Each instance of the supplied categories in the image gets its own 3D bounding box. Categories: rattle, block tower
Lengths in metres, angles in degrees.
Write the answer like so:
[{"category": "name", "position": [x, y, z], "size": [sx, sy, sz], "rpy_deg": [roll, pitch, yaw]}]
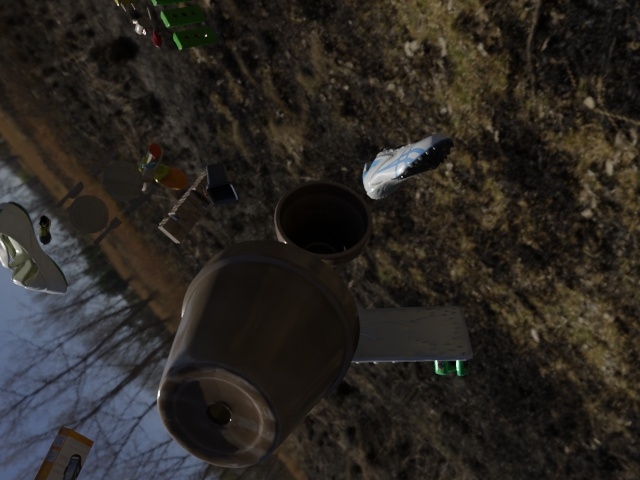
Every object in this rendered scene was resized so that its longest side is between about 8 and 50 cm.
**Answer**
[{"category": "rattle", "position": [-0.394, -0.178, 1.426], "size": [0.143, 0.130, 0.200], "rpy_deg": [38, 149, -19]}, {"category": "block tower", "position": [-0.461, -0.147, 2.070], "size": [0.097, 0.335, 0.091], "rpy_deg": [45, 158, -22]}]

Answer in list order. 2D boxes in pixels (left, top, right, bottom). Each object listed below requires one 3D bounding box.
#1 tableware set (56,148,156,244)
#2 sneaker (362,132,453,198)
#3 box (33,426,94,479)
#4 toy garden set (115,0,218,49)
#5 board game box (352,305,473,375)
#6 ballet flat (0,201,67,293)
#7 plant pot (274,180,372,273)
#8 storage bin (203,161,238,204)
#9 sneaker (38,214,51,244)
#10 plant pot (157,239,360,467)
[{"category": "tableware set", "position": [-0.475, -0.097, 1.241], "size": [0.128, 0.194, 0.039], "rpy_deg": [47, -177, -10]}, {"category": "sneaker", "position": [0.150, -0.149, 1.030], "size": [0.237, 0.085, 0.086], "rpy_deg": [-29, 76, 58]}, {"category": "box", "position": [-0.474, 0.419, 1.011], "size": [0.028, 0.136, 0.081], "rpy_deg": [7, 146, 20]}, {"category": "toy garden set", "position": [-0.413, -0.583, 1.422], "size": [0.244, 0.204, 0.049], "rpy_deg": [60, 146, 6]}, {"category": "board game box", "position": [0.150, 0.235, 1.329], "size": [0.390, 0.390, 0.050], "rpy_deg": [-38, -56, -77]}, {"category": "ballet flat", "position": [-0.922, 0.061, 1.729], "size": [0.139, 0.139, 0.400], "rpy_deg": [36, 146, 33]}, {"category": "plant pot", "position": [0.000, 0.000, 1.568], "size": [0.263, 0.263, 0.229], "rpy_deg": [41, 151, 20]}, {"category": "storage bin", "position": [-0.330, -0.185, 1.795], "size": [0.135, 0.098, 0.091], "rpy_deg": [81, 175, -69]}, {"category": "sneaker", "position": [-0.722, -0.028, 1.449], "size": [0.035, 0.031, 0.083], "rpy_deg": [101, 157, -62]}, {"category": "plant pot", "position": [-0.117, 0.195, 0.908], "size": [0.323, 0.323, 0.280], "rpy_deg": [49, -156, -8]}]
